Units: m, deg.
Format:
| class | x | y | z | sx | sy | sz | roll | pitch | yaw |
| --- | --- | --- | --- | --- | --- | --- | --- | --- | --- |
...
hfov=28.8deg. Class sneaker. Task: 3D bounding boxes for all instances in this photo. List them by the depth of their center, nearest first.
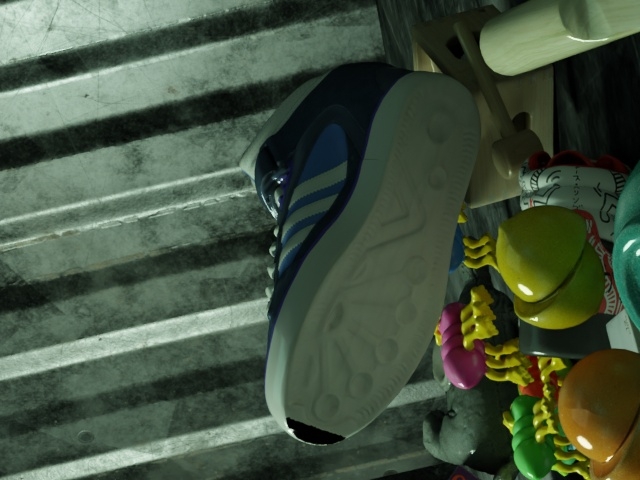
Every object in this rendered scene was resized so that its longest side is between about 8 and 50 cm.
| class | x | y | z | sx | sy | sz | roll | pitch | yaw |
| --- | --- | --- | --- | --- | --- | --- | --- | --- | --- |
| sneaker | 0.192 | 0.013 | 0.924 | 0.270 | 0.090 | 0.145 | 16 | -103 | -77 |
| sneaker | 0.000 | -0.001 | 1.070 | 0.236 | 0.130 | 0.323 | 11 | 78 | 59 |

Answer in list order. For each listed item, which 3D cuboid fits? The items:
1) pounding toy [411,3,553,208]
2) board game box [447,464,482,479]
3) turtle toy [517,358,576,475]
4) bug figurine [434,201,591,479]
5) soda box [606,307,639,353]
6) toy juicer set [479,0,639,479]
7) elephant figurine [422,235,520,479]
| class | x | y | z | sx | sy | sz | roll | pitch | yaw |
| --- | --- | --- | --- | --- | --- | --- | --- | --- | --- |
| pounding toy | 0.160 | -0.122 | 1.075 | 0.206 | 0.094 | 0.181 | -119 | 17 | -50 |
| board game box | 0.228 | 0.357 | 1.453 | 0.056 | 0.208 | 0.347 | -57 | -12 | -12 |
| turtle toy | 0.236 | 0.173 | 1.264 | 0.095 | 0.066 | 0.130 | 74 | -177 | -75 |
| bug figurine | 0.156 | 0.091 | 1.096 | 0.279 | 0.072 | 0.216 | 54 | -158 | -27 |
| soda box | 0.221 | 0.137 | 0.684 | 0.074 | 0.069 | 0.216 | 72 | -174 | -79 |
| toy juicer set | 0.162 | -0.005 | 0.564 | 0.209 | 0.089 | 0.329 | 31 | 140 | 57 |
| elephant figurine | 0.185 | 0.130 | 1.404 | 0.186 | 0.169 | 0.240 | 7 | 104 | 47 |
